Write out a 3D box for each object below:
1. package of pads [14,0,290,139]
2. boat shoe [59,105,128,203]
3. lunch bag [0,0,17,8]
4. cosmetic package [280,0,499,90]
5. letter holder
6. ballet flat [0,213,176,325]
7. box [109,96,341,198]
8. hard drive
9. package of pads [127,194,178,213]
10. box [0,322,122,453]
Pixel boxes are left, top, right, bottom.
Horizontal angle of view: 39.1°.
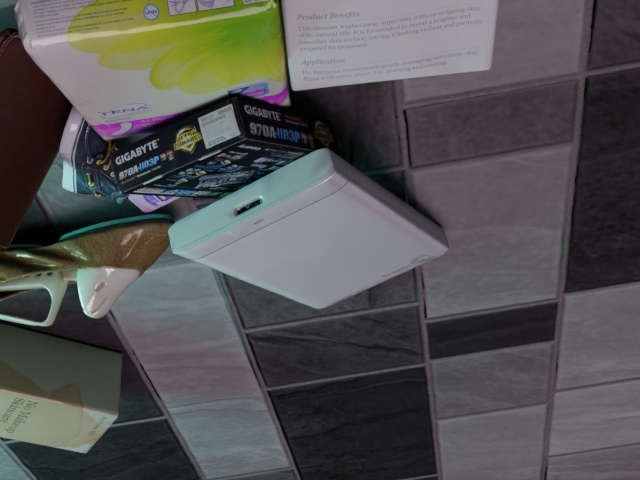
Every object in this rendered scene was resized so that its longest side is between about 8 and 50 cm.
[{"bbox_3d":[-0.152,-0.195,0.889,0.229,0.101,0.296,-9,170,-2],"label":"package of pads"},{"bbox_3d":[-0.261,-0.104,1.075,0.083,0.065,0.183,16,156,-7],"label":"boat shoe"},{"bbox_3d":[-0.306,-0.325,0.763,0.262,0.160,0.223,5,141,-23],"label":"lunch bag"},{"bbox_3d":[0.054,-0.334,0.808,0.217,0.156,0.385,-5,139,-2],"label":"cosmetic package"},{"bbox_3d":[-0.380,-0.125,0.922,0.152,0.214,0.302,28,175,-1],"label":"letter holder"},{"bbox_3d":[-0.353,0.051,1.215,0.342,0.124,0.116,-9,165,1],"label":"ballet flat"},{"bbox_3d":[-0.102,-0.099,1.040,0.175,0.051,0.220,-19,171,27],"label":"box"},{"bbox_3d":[0.000,0.000,1.195,0.233,0.047,0.353,-25,155,21],"label":"hard drive"},{"bbox_3d":[-0.210,-0.070,1.174,0.083,0.032,0.050,-23,141,19],"label":"package of pads"},{"bbox_3d":[-0.483,0.224,1.413,0.311,0.121,0.148,19,133,-27],"label":"box"}]
